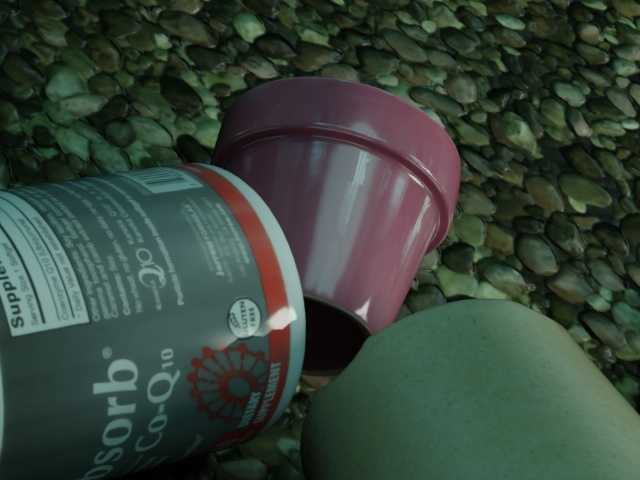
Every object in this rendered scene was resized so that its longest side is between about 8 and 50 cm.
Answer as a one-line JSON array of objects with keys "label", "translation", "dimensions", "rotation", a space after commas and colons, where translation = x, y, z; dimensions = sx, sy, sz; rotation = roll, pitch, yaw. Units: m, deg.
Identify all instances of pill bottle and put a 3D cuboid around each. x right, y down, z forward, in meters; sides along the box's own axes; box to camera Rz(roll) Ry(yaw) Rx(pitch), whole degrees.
[{"label": "pill bottle", "translation": [-0.207, 0.070, 1.214], "dimensions": [0.363, 0.210, 0.210], "rotation": [-11, 56, -38]}]

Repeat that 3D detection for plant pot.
[{"label": "plant pot", "translation": [0.135, 0.217, 1.231], "dimensions": [0.334, 0.333, 0.305], "rotation": [6, 35, -27]}, {"label": "plant pot", "translation": [0.000, 0.000, 1.442], "dimensions": [0.201, 0.201, 0.180], "rotation": [21, 57, -12]}]

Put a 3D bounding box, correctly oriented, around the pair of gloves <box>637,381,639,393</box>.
[{"label": "pair of gloves", "translation": [0.290, 0.205, 1.515], "dimensions": [0.240, 0.042, 0.204], "rotation": [-6, 48, -42]}]
